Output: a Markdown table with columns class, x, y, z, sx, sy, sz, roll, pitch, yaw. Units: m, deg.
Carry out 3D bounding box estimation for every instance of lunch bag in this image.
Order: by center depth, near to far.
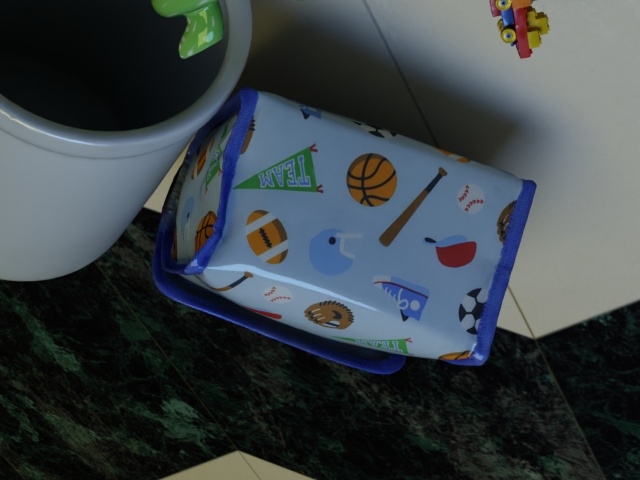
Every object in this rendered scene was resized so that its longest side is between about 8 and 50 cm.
| class | x | y | z | sx | sy | sz | roll | pitch | yaw |
| --- | --- | --- | --- | --- | --- | --- | --- | --- | --- |
| lunch bag | 0.000 | 0.000 | 1.506 | 0.328 | 0.239 | 0.385 | 20 | 175 | -14 |

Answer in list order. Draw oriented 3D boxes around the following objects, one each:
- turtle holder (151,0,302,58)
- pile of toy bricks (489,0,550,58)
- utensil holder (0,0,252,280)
| class | x | y | z | sx | sy | sz | roll | pitch | yaw |
| --- | --- | --- | --- | --- | --- | --- | --- | --- | --- |
| turtle holder | -0.049 | -0.323 | 1.175 | 0.320 | 0.243 | 0.227 | -11 | 114 | 54 |
| pile of toy bricks | 0.192 | -0.278 | 1.204 | 0.105 | 0.118 | 0.212 | -10 | 119 | 5 |
| utensil holder | -0.287 | -0.161 | 1.477 | 0.327 | 0.328 | 0.385 | 33 | 148 | -7 |
